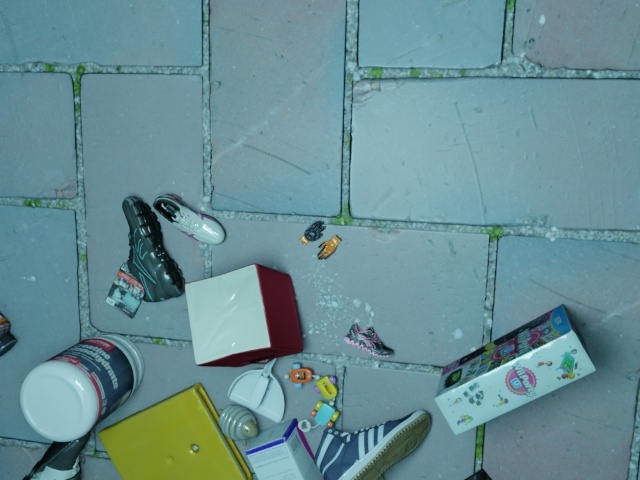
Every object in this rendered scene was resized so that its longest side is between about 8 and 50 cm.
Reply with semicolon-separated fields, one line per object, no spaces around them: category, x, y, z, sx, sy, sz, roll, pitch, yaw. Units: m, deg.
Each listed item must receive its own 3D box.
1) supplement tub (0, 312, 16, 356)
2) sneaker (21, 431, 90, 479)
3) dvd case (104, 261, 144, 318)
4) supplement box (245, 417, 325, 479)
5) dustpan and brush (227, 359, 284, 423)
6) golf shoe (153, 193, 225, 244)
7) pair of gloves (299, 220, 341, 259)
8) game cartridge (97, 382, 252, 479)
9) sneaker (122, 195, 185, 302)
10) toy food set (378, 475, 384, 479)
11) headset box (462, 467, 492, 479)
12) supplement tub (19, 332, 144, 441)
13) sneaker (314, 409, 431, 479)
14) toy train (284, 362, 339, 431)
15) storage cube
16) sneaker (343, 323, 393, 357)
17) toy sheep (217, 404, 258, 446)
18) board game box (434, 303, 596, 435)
supplement tub;-0.883;0.213;1.811;0.198;0.106;0.106;44;107;2
sneaker;-0.679;0.619;1.843;0.146;0.122;0.330;37;106;-14
dvd case;-0.481;0.125;1.745;0.087;0.013;0.119;30;104;7
supplement box;-0.073;0.562;1.676;0.114;0.111;0.220;-25;93;17
dustpan and brush;-0.136;0.336;1.676;0.147;0.060;0.211;24;105;8
golf shoe;-0.312;-0.042;1.637;0.186;0.086;0.067;30;104;5
pair of gloves;0.000;0.000;1.608;0.083;0.010;0.074;45;108;5
game cartridge;-0.373;0.549;1.782;0.324;0.053;0.285;-27;93;19
sneaker;-0.424;0.027;1.666;0.106;0.101;0.267;-21;94;15
toy food set;0.092;0.593;1.686;0.133;0.038;0.192;-17;85;11
headset box;0.292;0.672;1.520;0.246;0.283;0.131;-39;89;16
supplement tub;-0.560;0.341;1.668;0.191;0.272;0.191;2;101;13
sneaker;0.112;0.462;1.616;0.282;0.153;0.099;-38;130;-13
toy train;-0.014;0.368;1.663;0.125;0.046;0.166;-7;95;16
storage cube;-0.169;0.171;1.558;0.184;0.193;0.214;-15;75;16
sneaker;0.116;0.230;1.609;0.119;0.047;0.057;22;93;7
toy sheep;-0.204;0.444;1.698;0.132;0.091;0.091;15;104;33
board game box;0.399;0.265;1.451;0.303;0.224;0.097;-31;90;16
